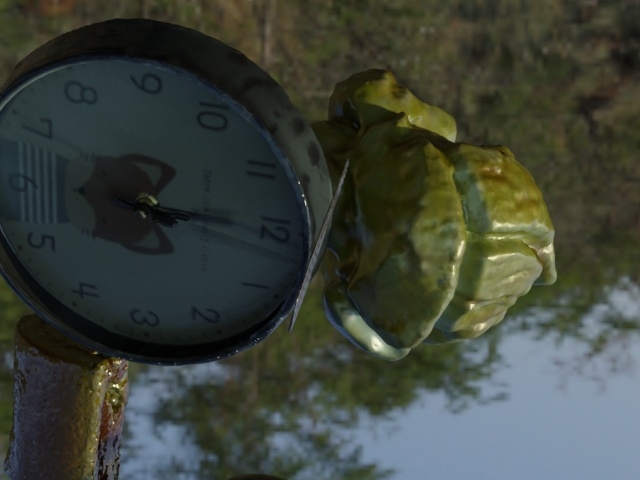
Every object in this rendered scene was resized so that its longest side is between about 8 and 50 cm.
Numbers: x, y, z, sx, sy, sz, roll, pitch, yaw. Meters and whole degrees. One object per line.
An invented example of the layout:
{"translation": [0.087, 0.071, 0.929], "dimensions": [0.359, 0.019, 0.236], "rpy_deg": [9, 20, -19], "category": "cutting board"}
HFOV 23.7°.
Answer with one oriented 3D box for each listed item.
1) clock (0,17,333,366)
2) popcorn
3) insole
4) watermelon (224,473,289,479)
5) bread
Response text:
{"translation": [-0.152, -0.034, 1.332], "dimensions": [0.325, 0.325, 0.067], "rpy_deg": [1, -149, 15], "category": "clock"}
{"translation": [0.082, -0.019, 1.452], "dimensions": [0.276, 0.276, 0.226], "rpy_deg": [2, -163, 45], "category": "popcorn"}
{"translation": [0.000, 0.000, 0.902], "dimensions": [0.002, 0.045, 0.135], "rpy_deg": [17, -134, 2], "category": "insole"}
{"translation": [-0.040, 0.304, 1.493], "dimensions": [0.187, 0.140, 0.141], "rpy_deg": [12, -175, 26], "category": "watermelon"}
{"translation": [-0.250, 0.168, 1.510], "dimensions": [0.132, 0.172, 0.103], "rpy_deg": [21, -154, 31], "category": "bread"}
